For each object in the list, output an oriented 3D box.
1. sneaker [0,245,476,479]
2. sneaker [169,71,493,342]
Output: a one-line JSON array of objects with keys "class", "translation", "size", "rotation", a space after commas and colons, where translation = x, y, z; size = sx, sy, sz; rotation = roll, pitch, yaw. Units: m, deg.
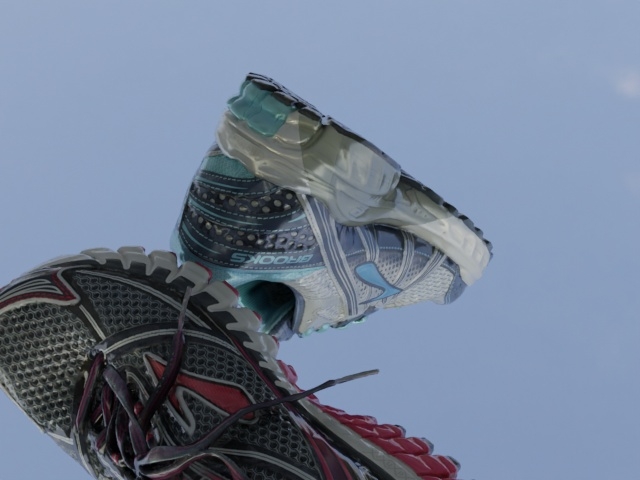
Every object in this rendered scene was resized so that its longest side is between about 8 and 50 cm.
[{"class": "sneaker", "translation": [-0.058, 0.095, 0.760], "size": [0.299, 0.121, 0.112], "rotation": [28, -155, 31]}, {"class": "sneaker", "translation": [0.000, 0.000, 0.928], "size": [0.110, 0.283, 0.122], "rotation": [37, -86, 30]}]
